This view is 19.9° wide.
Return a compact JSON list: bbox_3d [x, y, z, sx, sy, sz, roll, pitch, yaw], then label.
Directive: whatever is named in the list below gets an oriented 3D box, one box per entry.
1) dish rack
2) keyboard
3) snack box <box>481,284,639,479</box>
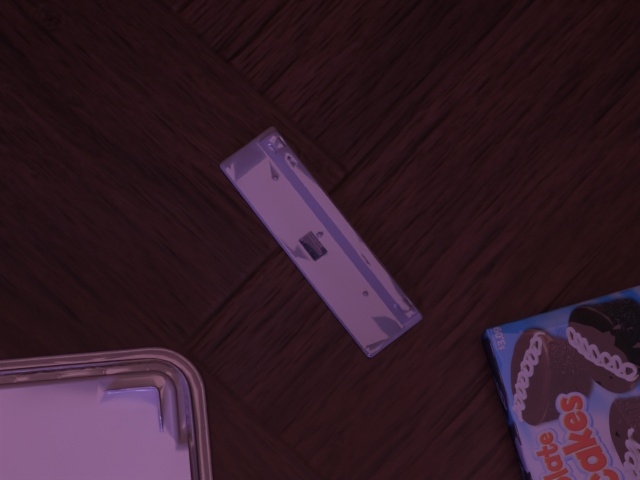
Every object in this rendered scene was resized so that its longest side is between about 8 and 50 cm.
[{"bbox_3d":[-0.270,0.250,1.779,0.333,0.072,0.285,-5,80,-4],"label":"dish rack"},{"bbox_3d":[0.000,0.000,1.875,0.072,0.014,0.256,-38,82,-4],"label":"keyboard"},{"bbox_3d":[0.295,0.219,1.814,0.187,0.060,0.322,-16,80,-4],"label":"snack box"}]
